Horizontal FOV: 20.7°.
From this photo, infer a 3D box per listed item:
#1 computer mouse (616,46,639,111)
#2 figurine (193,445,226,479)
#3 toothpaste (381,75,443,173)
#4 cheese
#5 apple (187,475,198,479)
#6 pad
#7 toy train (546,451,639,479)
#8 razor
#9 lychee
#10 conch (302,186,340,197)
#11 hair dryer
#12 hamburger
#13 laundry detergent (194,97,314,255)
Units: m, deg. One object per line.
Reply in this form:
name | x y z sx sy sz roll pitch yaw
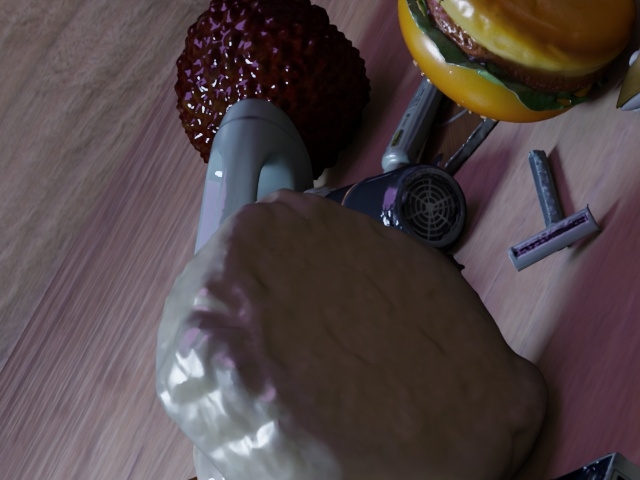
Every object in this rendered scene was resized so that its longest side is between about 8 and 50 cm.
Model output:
computer mouse | 0.324 -0.171 1.552 0.102 0.045 0.199 -61 17 -19
figurine | -0.021 0.184 1.661 0.185 0.204 0.332 -32 14 17
toothpaste | 0.117 -0.151 2.055 0.067 0.037 0.255 -48 14 51
cheese | 0.028 0.104 1.421 0.115 0.326 0.318 -52 29 38
apple | -0.102 0.318 1.739 0.173 0.160 0.195 34 98 52
pad | 0.195 -0.207 2.034 0.284 0.018 0.286 -51 17 23
toy train | 0.165 0.209 1.321 0.207 0.047 0.043 -36 23 53
razor | 0.215 -0.035 1.653 0.084 0.036 0.211 -27 19 14
lychee | -0.064 -0.215 2.343 0.264 0.264 0.300 -21 49 64
conch | 0.006 0.002 2.048 0.153 0.102 0.135 -37 -35 -73
hair dryer | 0.038 0.092 1.842 0.189 0.107 0.352 -19 50 62
hamburger | 0.179 -0.219 1.723 0.170 0.246 0.246 124 167 -46
laundry detergent | -0.095 0.052 2.094 0.264 0.125 0.397 87 -170 -53
